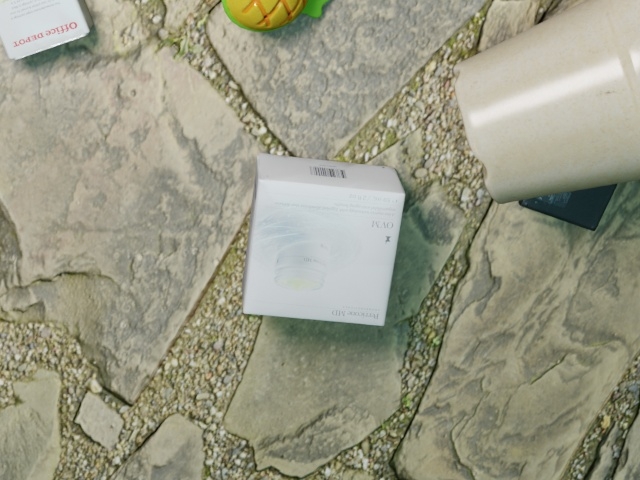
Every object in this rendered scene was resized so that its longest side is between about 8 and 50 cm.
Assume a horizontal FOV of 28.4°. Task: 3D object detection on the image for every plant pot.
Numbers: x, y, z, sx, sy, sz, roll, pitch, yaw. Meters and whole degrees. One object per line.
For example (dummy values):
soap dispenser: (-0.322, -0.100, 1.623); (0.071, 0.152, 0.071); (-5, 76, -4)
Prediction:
plant pot: (0.369, -0.202, 1.849); (0.306, 0.334, 0.333); (-17, 112, 14)

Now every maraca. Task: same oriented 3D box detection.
maraca: (-0.060, -0.370, 1.851); (0.186, 0.099, 0.127); (-13, 122, -26)

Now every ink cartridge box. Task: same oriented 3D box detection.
ink cartridge box: (-0.421, -0.367, 1.834); (0.128, 0.072, 0.175); (-18, 111, 2)

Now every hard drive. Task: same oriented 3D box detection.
hard drive: (0.399, -0.078, 2.032); (0.135, 0.022, 0.094); (19, 108, -11)

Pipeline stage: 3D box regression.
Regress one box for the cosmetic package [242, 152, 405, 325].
cosmetic package: (0.000, 0.000, 1.972); (0.224, 0.138, 0.224); (5, 112, -6)
